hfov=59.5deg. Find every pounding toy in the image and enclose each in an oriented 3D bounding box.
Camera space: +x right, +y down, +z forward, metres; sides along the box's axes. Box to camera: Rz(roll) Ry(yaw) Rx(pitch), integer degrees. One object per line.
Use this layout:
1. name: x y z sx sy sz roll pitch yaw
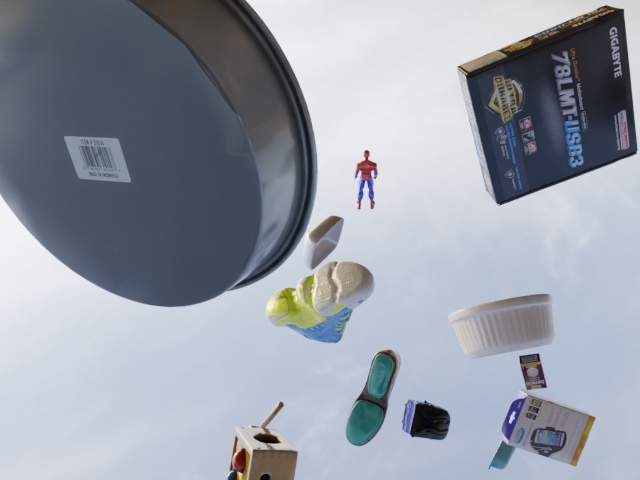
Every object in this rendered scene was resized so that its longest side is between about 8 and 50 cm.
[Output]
1. pounding toy: -0.122 0.382 1.013 0.094 0.181 0.206 10 176 -22

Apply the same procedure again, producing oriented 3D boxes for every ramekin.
1. ramekin: 0.484 0.231 1.476 0.272 0.273 0.127 -6 -105 -15

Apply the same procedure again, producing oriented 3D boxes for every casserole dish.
1. casserole dish: 0.466 0.481 1.361 0.037 0.188 0.114 28 177 26

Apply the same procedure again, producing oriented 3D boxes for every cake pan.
1. cake pan: -0.146 -0.067 0.419 0.293 0.293 0.054 15 -144 16

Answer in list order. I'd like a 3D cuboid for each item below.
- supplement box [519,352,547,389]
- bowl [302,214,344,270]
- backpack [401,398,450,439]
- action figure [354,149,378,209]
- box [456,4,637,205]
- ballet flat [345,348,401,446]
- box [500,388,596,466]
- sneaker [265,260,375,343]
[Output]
1. supplement box: 0.558 0.345 1.470 0.054 0.083 0.043 -14 -163 20
2. bowl: 0.000 0.000 1.564 0.053 0.142 0.142 33 -127 18
3. backpack: 0.294 0.493 1.553 0.120 0.098 0.101 15 178 -13
4. action figure: 0.071 -0.096 0.877 0.038 0.115 0.030 3 -128 5
5. box: 0.441 -0.249 1.078 0.293 0.296 0.073 -20 -149 7
6. ballet flat: 0.168 0.465 1.669 0.107 0.316 0.106 27 -167 19
7. box: 0.332 0.276 0.833 0.136 0.081 0.028 21 -177 -8
8. sneaker: 0.023 0.107 0.923 0.240 0.126 0.091 -19 -135 45
